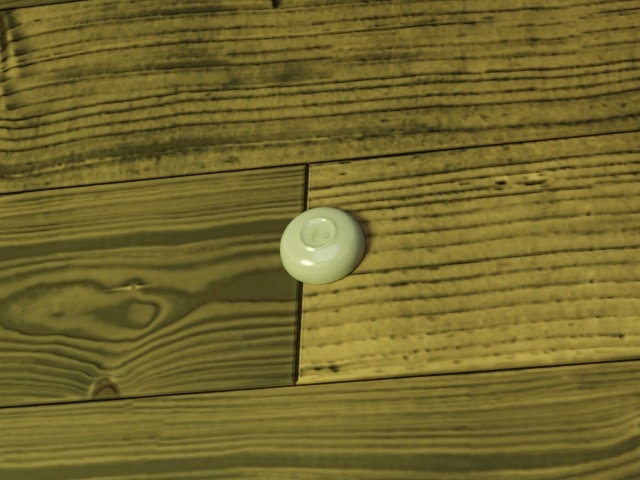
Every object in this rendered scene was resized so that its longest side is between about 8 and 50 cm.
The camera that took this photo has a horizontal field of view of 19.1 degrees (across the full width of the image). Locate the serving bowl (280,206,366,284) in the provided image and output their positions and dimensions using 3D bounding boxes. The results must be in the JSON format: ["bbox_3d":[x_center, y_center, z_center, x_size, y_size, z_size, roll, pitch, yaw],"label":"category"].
[{"bbox_3d":[0.000,0.000,1.800,0.083,0.027,0.083,-6,56,10],"label":"serving bowl"}]
